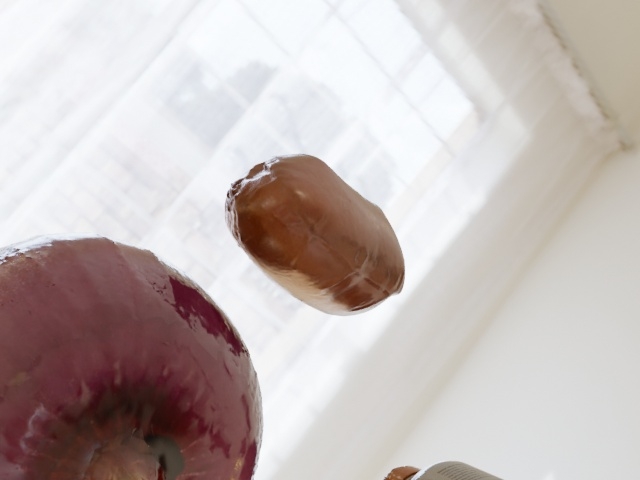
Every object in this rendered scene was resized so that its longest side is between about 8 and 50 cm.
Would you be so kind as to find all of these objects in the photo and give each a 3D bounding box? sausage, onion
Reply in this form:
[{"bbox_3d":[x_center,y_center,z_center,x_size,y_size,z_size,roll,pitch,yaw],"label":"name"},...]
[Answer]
[{"bbox_3d":[0.001,0.002,1.203,0.133,0.133,0.258,38,0,35],"label":"sausage"},{"bbox_3d":[-0.208,0.164,1.070,0.358,0.358,0.345,41,-37,-20],"label":"onion"}]

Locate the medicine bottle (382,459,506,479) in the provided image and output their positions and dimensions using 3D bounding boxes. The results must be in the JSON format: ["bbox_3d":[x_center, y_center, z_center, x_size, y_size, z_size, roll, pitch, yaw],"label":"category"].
[{"bbox_3d":[0.188,0.355,1.433,0.288,0.157,0.157,15,-22,50],"label":"medicine bottle"}]
